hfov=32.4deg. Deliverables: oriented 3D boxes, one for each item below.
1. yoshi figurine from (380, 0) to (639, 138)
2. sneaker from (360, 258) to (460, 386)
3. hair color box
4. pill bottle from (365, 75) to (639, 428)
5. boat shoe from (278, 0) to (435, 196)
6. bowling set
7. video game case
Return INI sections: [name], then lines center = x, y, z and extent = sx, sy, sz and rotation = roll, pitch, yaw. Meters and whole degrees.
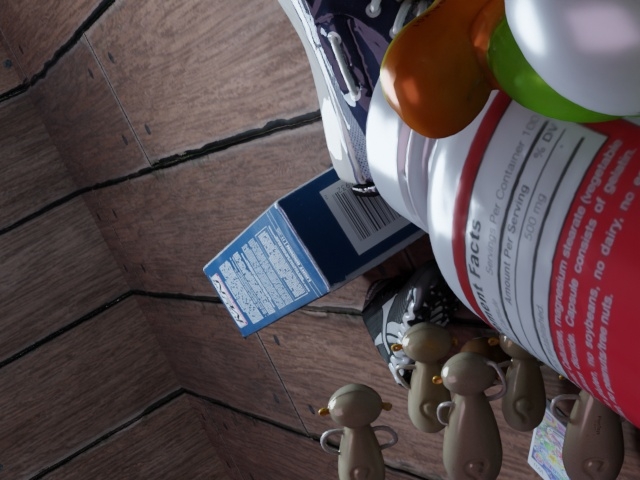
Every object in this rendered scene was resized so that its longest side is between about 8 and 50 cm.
[yoshi figurine]
center = 0.145, -0.068, 0.433
extent = 0.362, 0.203, 0.203
rotation = 27, 102, 45
[sneaker]
center = 0.090, 0.075, 1.226
extent = 0.106, 0.078, 0.234
rotation = 48, 158, 22
[hair color box]
center = 0.000, 0.000, 1.199
extent = 0.105, 0.174, 0.347
rotation = 59, 159, 1
[pill bottle]
center = 0.211, -0.011, 0.631
extent = 0.407, 0.229, 0.229
rotation = 37, 149, 47
[boat shoe]
center = 0.058, -0.197, 0.927
extent = 0.158, 0.127, 0.341
rotation = 5, 124, 47
[bowling set]
center = 0.141, 0.128, 1.058
extent = 0.200, 0.287, 0.154
rotation = -91, -5, -57
[video game case]
center = 0.254, 0.228, 1.145
extent = 0.087, 0.011, 0.122
rotation = 45, 155, 33
